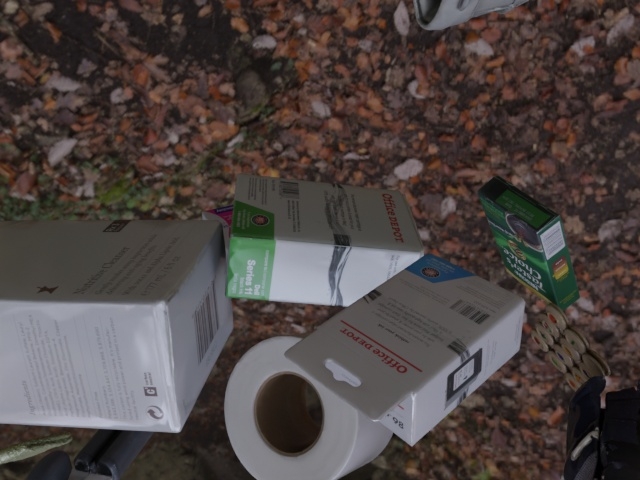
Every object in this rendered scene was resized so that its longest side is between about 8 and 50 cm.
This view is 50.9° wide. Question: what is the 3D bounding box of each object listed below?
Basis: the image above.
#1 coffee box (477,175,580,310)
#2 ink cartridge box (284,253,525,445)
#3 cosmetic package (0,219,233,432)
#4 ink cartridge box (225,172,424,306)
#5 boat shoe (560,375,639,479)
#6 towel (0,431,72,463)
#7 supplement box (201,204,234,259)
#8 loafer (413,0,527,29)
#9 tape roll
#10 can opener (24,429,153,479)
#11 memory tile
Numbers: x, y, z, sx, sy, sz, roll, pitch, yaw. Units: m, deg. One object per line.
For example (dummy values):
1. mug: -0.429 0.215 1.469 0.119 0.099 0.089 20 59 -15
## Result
1. coffee box: 0.275 0.008 0.882 0.040 0.113 0.184 -39 136 -5
2. ink cartridge box: 0.070 0.090 0.546 0.104 0.180 0.060 29 136 39
3. cosmetic package: -0.311 0.081 0.745 0.385 0.217 0.156 1 113 7
4. ink cartridge box: 0.000 0.000 0.783 0.209 0.153 0.086 6 121 -6
5. boat shoe: 0.338 0.289 0.787 0.127 0.158 0.340 3 142 9
6. towel: -0.572 0.411 1.325 0.110 0.027 0.148 -22 166 11
7. supplement box: -0.193 0.015 1.592 0.111 0.220 0.113 -15 125 -22
8. loafer: 0.051 -0.217 0.297 0.112 0.112 0.319 -34 144 5
9. tape roll: -0.013 0.275 1.116 0.246 0.246 0.169 -13 170 26
10. can opener: -0.314 0.295 0.951 0.076 0.283 0.095 3 118 19
11. memory tile: 0.321 0.145 0.878 0.012 0.113 0.148 -32 157 -7
